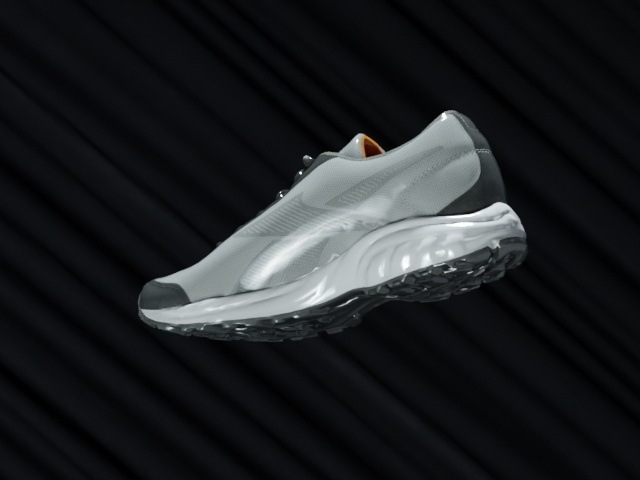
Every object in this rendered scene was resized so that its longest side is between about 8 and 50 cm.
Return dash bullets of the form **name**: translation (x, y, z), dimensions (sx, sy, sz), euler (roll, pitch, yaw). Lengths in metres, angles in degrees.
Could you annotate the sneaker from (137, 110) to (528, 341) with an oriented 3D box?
- **sneaker**: translation (0.000, 0.000, 1.049), dimensions (0.271, 0.108, 0.100), euler (-19, -15, 29)
